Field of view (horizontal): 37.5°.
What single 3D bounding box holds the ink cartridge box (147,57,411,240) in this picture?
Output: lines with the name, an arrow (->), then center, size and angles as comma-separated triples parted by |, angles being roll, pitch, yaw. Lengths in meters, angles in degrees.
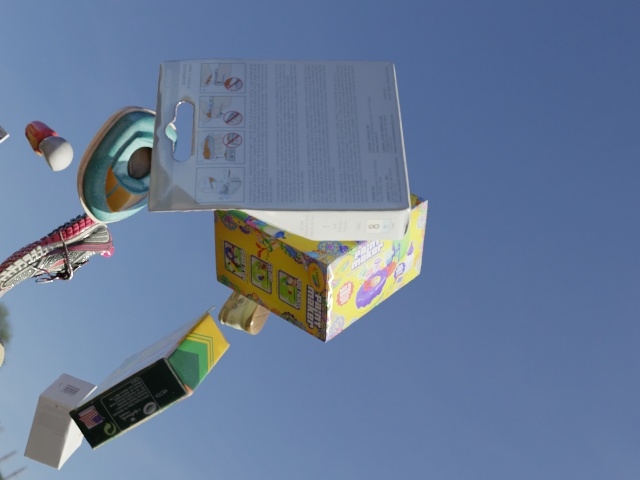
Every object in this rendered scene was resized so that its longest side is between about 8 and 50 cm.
ink cartridge box -> -0.063, -0.146, 1.475 | 0.091, 0.385, 0.308 | 93, -5, -56

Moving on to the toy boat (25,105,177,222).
toy boat -> -0.444, -0.159, 1.920 | 0.148, 0.318, 0.267 | 40, -73, 44

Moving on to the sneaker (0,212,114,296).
sneaker -> -0.598, 0.049, 2.078 | 0.112, 0.299, 0.121 | 62, -15, -13

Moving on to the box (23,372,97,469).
box -> -0.605, 0.420, 2.195 | 0.091, 0.130, 0.170 | 20, -74, 3

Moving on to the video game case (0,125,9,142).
video game case -> -0.740, -0.219, 2.006 | 0.087, 0.122, 0.011 | 48, -13, 0

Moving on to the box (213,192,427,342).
box -> 0.000, 0.000, 1.768 | 0.279, 0.290, 0.177 | 27, -49, 33

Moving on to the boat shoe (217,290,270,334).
boat shoe -> -0.126, 0.068, 2.021 | 0.089, 0.285, 0.104 | 13, -39, 18

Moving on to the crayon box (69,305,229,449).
crayon box -> -0.283, 0.231, 1.658 | 0.081, 0.202, 0.318 | 58, 14, -6

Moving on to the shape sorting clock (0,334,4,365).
shape sorting clock -> -0.562, 0.121, 1.430 | 0.206, 0.040, 0.206 | 47, 11, -12
